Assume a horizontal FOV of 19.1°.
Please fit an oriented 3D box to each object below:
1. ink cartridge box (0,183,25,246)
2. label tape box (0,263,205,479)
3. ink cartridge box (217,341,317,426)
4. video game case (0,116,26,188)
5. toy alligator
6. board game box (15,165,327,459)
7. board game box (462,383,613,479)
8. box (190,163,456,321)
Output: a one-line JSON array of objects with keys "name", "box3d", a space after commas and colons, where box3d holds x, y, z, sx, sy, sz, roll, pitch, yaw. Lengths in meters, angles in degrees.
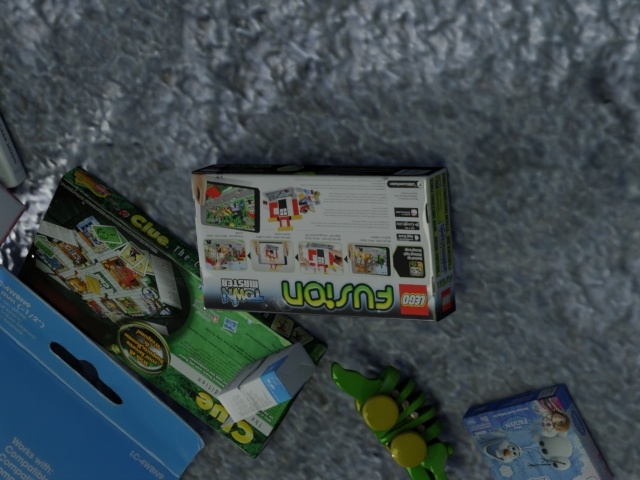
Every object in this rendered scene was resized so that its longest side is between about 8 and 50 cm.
[{"name": "ink cartridge box", "box3d": [-0.362, 0.041, 1.613, 0.092, 0.159, 0.218, 40, 136, -14]}, {"name": "label tape box", "box3d": [-0.286, 0.216, 1.711, 0.249, 0.115, 0.348, 40, 134, 2]}, {"name": "ink cartridge box", "box3d": [-0.049, 0.117, 1.534, 0.083, 0.048, 0.028, -26, 103, 37]}, {"name": "video game case", "box3d": [-0.357, -0.114, 1.625, 0.190, 0.022, 0.173, -8, 114, 33]}, {"name": "toy alligator", "box3d": [0.081, 0.162, 1.526, 0.051, 0.056, 0.190, -38, 97, -2]}, {"name": "board game box", "box3d": [-0.129, 0.061, 1.596, 0.259, 0.030, 0.136, 36, 127, 6]}, {"name": "board game box", "box3d": [0.170, 0.163, 1.493, 0.090, 0.020, 0.090, -19, 108, 36]}, {"name": "box", "box3d": [0.000, 0.000, 1.465, 0.207, 0.036, 0.114, 2, 105, 28]}]
